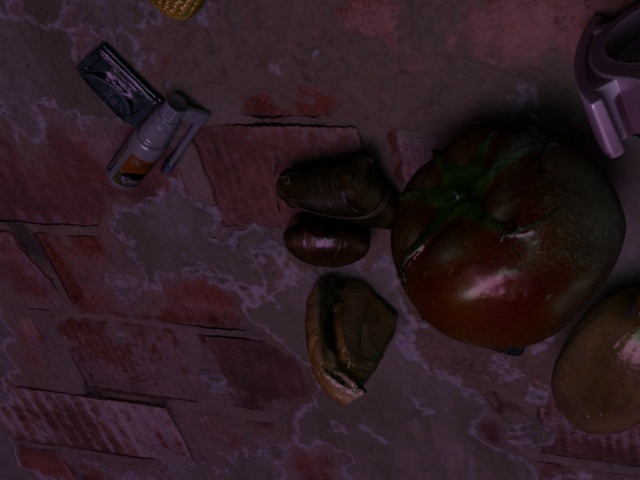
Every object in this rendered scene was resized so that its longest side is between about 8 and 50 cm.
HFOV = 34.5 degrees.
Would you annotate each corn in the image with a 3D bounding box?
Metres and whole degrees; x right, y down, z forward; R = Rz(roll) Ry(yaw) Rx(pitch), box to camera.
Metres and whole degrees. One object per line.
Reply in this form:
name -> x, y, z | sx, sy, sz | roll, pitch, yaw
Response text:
corn -> -0.174, -0.370, 1.392 | 0.085, 0.063, 0.165 | 45, 134, -6

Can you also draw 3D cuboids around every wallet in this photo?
wallet -> -0.320, -0.241, 1.618 | 0.129, 0.026, 0.088 | 45, 135, -18

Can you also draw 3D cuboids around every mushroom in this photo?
mushroom -> -0.001, 0.002, 1.644 | 0.135, 0.080, 0.171 | 16, 178, -40

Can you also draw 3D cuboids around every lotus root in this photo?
lotus root -> 0.459, 0.172, 1.541 | 0.169, 0.151, 0.342 | 22, 140, 5

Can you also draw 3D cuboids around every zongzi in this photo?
zongzi -> 0.036, -0.056, 1.598 | 0.187, 0.084, 0.184 | -1, 150, 40

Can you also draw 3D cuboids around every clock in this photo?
clock -> 0.415, -0.190, 1.114 | 0.276, 0.290, 0.080 | -15, 122, 28

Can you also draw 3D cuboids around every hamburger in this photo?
hamburger -> 0.025, 0.175, 1.721 | 0.155, 0.207, 0.135 | 38, 134, -18

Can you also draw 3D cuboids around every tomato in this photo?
tomato -> 0.251, -0.006, 1.373 | 0.304, 0.303, 0.239 | -19, 136, 39

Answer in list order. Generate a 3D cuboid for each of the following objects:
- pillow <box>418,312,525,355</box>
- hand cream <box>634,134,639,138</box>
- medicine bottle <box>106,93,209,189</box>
pillow -> 0.267, 0.078, 1.637 | 0.189, 0.034, 0.255 | 19, 136, 6
hand cream -> 0.490, -0.134, 1.313 | 0.248, 0.052, 0.075 | 24, 115, 12
medicine bottle -> -0.263, -0.154, 1.659 | 0.092, 0.061, 0.221 | 17, 143, -27
